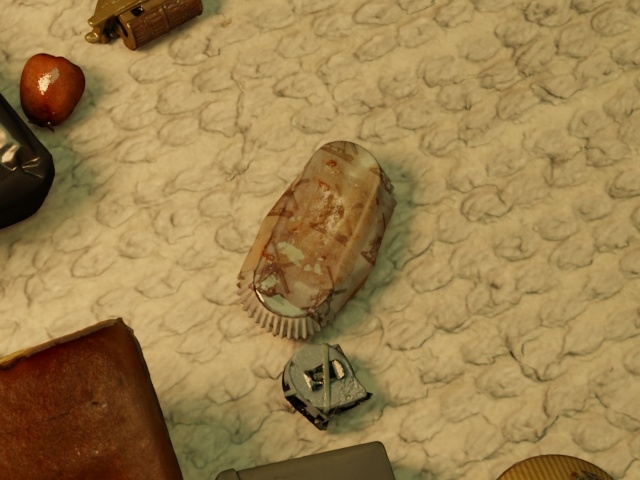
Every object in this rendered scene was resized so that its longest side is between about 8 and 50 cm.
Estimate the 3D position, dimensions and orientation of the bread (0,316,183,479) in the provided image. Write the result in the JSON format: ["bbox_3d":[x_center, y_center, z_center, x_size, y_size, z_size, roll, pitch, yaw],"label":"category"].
[{"bbox_3d":[-0.303,0.280,1.699,0.323,0.143,0.333,-20,94,-37],"label":"bread"}]

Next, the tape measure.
[{"bbox_3d":[0.000,0.169,1.928,0.091,0.054,0.094,-33,76,-23],"label":"tape measure"}]

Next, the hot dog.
[{"bbox_3d":[0.000,0.000,1.990,0.144,0.075,0.268,30,64,3],"label":"hot dog"}]

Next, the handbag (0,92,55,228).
[{"bbox_3d":[-0.505,-0.107,1.937,0.275,0.178,0.302,-31,74,-32],"label":"handbag"}]

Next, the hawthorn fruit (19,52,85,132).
[{"bbox_3d":[-0.336,-0.182,2.036,0.081,0.081,0.093,16,79,2],"label":"hawthorn fruit"}]

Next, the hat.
[{"bbox_3d":[0.280,0.327,1.871,0.193,0.082,0.193,2,68,-5],"label":"hat"}]

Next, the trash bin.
[{"bbox_3d":[-0.023,0.331,1.836,0.236,0.101,0.177,-12,67,-13],"label":"trash bin"}]

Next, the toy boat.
[{"bbox_3d":[-0.200,-0.312,2.113,0.226,0.068,0.088,-30,78,-19],"label":"toy boat"}]
